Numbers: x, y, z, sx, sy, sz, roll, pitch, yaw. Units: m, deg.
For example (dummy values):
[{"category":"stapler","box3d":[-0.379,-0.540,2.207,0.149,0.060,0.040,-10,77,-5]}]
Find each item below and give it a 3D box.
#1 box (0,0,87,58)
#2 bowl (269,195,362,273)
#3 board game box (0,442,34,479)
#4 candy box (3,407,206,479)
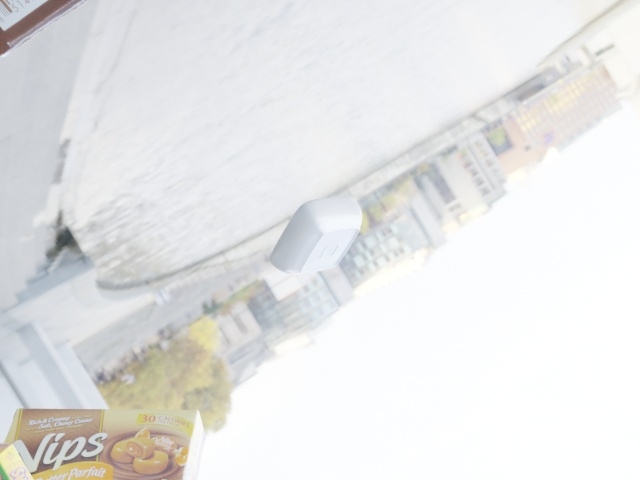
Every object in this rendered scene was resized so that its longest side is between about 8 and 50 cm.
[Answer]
[{"category":"box","box3d":[-0.224,-0.349,0.901,0.191,0.143,0.381,-23,-153,27]},{"category":"bowl","box3d":[0.000,0.000,1.392,0.142,0.053,0.142,-7,139,-48]},{"category":"board game box","box3d":[-0.407,0.369,1.188,0.124,0.259,0.039,-9,-157,43]},{"category":"candy box","box3d":[-0.357,0.367,1.409,0.316,0.087,0.183,-1,-138,7]}]
